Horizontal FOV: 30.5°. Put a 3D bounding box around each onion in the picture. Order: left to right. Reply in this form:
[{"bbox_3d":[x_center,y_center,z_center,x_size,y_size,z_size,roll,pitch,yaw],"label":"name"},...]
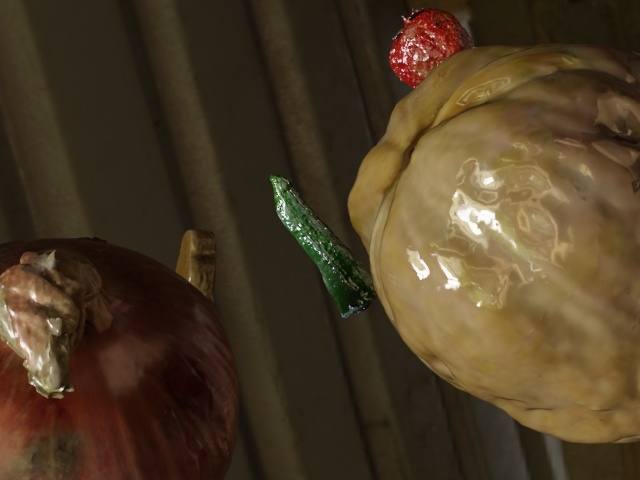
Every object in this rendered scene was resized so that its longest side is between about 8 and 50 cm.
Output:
[{"bbox_3d":[-0.247,0.153,1.039,0.353,0.353,0.354,21,-116,-52],"label":"onion"}]

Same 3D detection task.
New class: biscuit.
[{"bbox_3d":[-0.158,0.145,1.398,0.047,0.183,0.320,8,-119,-12],"label":"biscuit"}]

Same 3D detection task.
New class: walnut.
[{"bbox_3d":[0.199,0.007,0.908,0.344,0.306,0.306,22,-121,-18],"label":"walnut"}]

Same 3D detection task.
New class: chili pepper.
[{"bbox_3d":[0.000,0.000,1.623,0.059,0.088,0.227,-38,-85,-42],"label":"chili pepper"}]

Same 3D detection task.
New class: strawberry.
[{"bbox_3d":[0.130,-0.212,1.355,0.106,0.106,0.106,21,-116,-52],"label":"strawberry"}]
